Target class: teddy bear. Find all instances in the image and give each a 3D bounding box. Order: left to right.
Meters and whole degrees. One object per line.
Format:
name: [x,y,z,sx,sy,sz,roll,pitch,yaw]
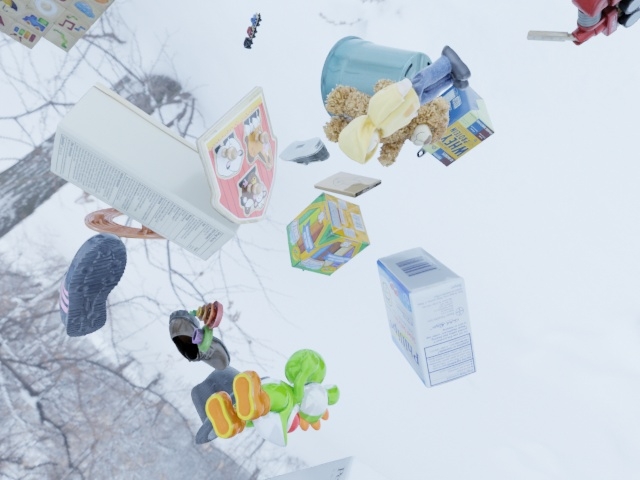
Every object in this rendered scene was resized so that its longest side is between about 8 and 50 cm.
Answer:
teddy bear: [0.170,-0.311,1.236,0.338,0.113,0.245,21,126,-7]

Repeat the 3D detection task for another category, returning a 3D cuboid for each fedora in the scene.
fedora: [-0.317,0.508,1.522,0.152,0.334,0.334,46,154,17]

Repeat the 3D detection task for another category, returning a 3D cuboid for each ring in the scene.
ring: [-0.378,-0.059,1.111,0.337,0.337,0.032,16,109,40]

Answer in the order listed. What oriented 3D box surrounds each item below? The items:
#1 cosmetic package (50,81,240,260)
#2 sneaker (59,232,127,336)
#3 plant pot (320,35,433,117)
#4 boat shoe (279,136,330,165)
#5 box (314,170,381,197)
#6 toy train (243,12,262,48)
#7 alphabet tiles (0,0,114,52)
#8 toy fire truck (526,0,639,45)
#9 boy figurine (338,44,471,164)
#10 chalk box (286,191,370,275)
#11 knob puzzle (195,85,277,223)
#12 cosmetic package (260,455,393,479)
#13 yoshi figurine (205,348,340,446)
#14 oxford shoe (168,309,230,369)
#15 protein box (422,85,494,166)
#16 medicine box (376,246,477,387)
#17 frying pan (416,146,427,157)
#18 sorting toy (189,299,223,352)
cosmetic package: [-0.284,-0.105,0.807,0.309,0.113,0.160,33,146,-19]
sneaker: [-0.504,0.072,0.992,0.131,0.112,0.319,56,128,26]
plant pot: [0.236,-0.604,1.798,0.334,0.341,0.341,22,146,39]
boat shoe: [-0.052,-0.257,1.405,0.070,0.077,0.219,46,162,-27]
box: [0.103,-0.214,1.762,0.201,0.164,0.021,19,126,38]
toy train: [-0.238,-0.723,1.607,0.158,0.036,0.027,-44,54,57]
alphabet tiles: [-0.601,-0.533,0.944,0.343,0.011,0.285,-21,146,34]
toy fire truck: [0.710,-0.622,1.263,0.217,0.246,0.158,25,-149,-58]
boy figurine: [0.160,-0.267,0.936,0.092,0.285,0.177,53,-176,11]
chalk box: [0.000,0.000,1.631,0.179,0.180,0.289,17,137,-37]
knob puzzle: [-0.105,-0.108,0.713,0.030,0.213,0.213,9,140,22]
cosmetic package: [-0.038,0.584,0.879,0.161,0.230,0.453,37,135,-11]
yoshi figurine: [-0.095,0.353,1.138,0.204,0.202,0.362,15,180,39]
oxford shoe: [-0.310,0.280,1.183,0.227,0.083,0.096,52,-163,-37]
protein box: [0.467,-0.411,1.629,0.136,0.199,0.201,29,133,-28]
medicine box: [0.286,0.201,1.283,0.263,0.149,0.289,-126,22,-70]
frying pan: [0.459,-0.380,1.885,0.053,0.326,0.197,-8,135,42]
sorting toy: [-0.202,0.141,0.793,0.042,0.102,0.061,17,-156,-27]
